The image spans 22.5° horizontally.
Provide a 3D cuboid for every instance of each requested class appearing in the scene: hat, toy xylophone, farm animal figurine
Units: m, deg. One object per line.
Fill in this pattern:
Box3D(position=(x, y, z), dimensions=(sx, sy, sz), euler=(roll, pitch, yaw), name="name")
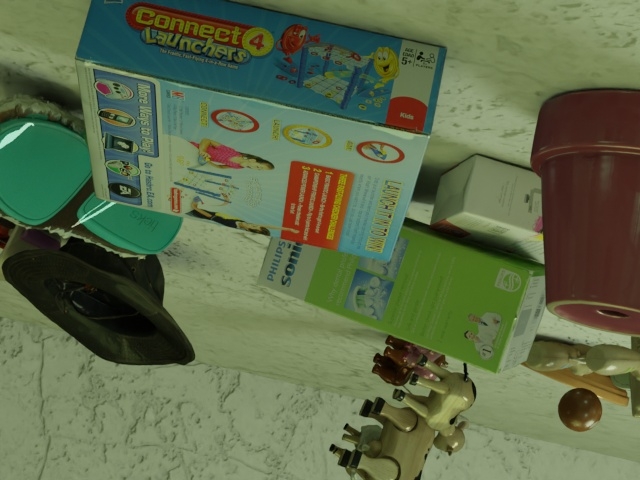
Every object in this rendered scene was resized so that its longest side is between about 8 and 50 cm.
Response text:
Box3D(position=(-0.326, 0.067, 2.524), dimensions=(0.331, 0.134, 0.331), euler=(18, 152, 10), name="hat")
Box3D(position=(-0.591, 0.000, 2.603), dimensions=(0.323, 0.081, 0.236), euler=(8, 167, 20), name="toy xylophone")
Box3D(position=(0.166, 0.311, 2.738), dimensions=(0.172, 0.326, 0.330), euler=(27, -176, -9), name="farm animal figurine")

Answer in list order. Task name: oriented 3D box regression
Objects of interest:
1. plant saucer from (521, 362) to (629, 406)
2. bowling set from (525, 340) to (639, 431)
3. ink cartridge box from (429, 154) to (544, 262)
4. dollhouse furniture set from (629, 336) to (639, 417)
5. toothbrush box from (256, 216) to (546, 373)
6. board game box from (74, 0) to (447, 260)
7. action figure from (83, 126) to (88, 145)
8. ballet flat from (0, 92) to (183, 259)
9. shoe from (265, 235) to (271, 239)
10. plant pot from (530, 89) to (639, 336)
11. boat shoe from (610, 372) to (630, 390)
Box3D(position=(0.405, 0.212, 2.583), dimensions=(0.200, 0.037, 0.200), euler=(22, -178, -1), name="plant saucer")
Box3D(position=(0.342, 0.135, 2.006), dimensions=(0.287, 0.199, 0.154), euler=(7, 180, 44), name="bowling set")
Box3D(position=(0.229, -0.024, 1.694), dimensions=(0.198, 0.067, 0.115), euler=(17, 168, -12), name="ink cartridge box")
Box3D(position=(0.565, 0.181, 2.226), dimensions=(0.259, 0.135, 0.262), euler=(5, 165, -8), name="dollhouse furniture set")
Box3D(position=(0.101, 0.041, 1.786), dimensions=(0.283, 0.122, 0.206), euler=(18, -176, 16), name="toothbrush box")
Box3D(position=(-0.058, -0.101, 1.467), dimensions=(0.302, 0.086, 0.308), euler=(12, 159, 0), name="board game box")
Box3D(position=(-0.168, -0.091, 1.792), dimensions=(0.232, 0.063, 0.137), euler=(18, 169, -43), name="action figure")
Box3D(position=(-0.303, -0.080, 1.849), dimensions=(0.147, 0.147, 0.409), euler=(7, 166, 25), name="ballet flat")
Box3D(position=(0.000, 0.000, 2.040), dimensions=(0.081, 0.063, 0.178), euler=(10, 165, 38), name="shoe")
Box3D(position=(0.277, -0.015, 1.413), dimensions=(0.201, 0.180, 0.201), euler=(11, 168, 2), name="plant pot")
Box3D(position=(0.554, 0.216, 2.459), dimensions=(0.069, 0.081, 0.228), euler=(23, 172, -42), name="boat shoe")
